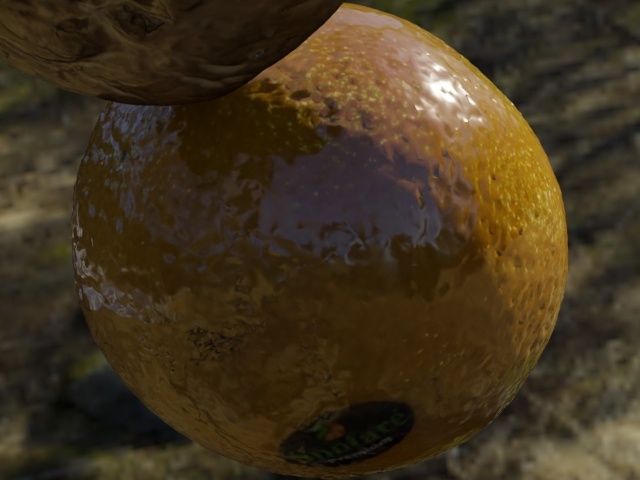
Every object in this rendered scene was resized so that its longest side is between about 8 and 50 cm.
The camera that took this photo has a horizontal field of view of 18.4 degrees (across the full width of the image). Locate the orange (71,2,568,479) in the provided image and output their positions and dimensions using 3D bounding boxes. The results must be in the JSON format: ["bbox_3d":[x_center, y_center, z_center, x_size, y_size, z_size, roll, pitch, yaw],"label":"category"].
[{"bbox_3d":[0.000,0.000,1.088,0.274,0.274,0.274,-9,18,3],"label":"orange"}]

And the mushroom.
[{"bbox_3d":[-0.101,-0.135,0.949,0.286,0.151,0.156,5,51,24],"label":"mushroom"}]
